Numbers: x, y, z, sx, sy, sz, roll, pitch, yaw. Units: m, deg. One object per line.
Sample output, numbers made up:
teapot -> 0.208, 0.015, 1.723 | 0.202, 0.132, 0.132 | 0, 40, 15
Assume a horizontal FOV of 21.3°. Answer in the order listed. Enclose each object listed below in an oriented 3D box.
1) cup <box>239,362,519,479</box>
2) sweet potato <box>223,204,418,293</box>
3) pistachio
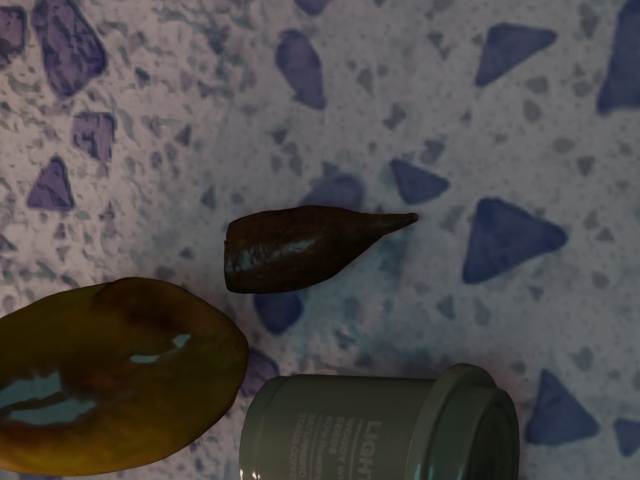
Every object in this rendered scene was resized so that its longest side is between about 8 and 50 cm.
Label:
cup -> 0.031, 0.124, 0.946 | 0.141, 0.120, 0.120 | 4, 95, 25
sweet potato -> 0.000, 0.000, 0.984 | 0.117, 0.049, 0.049 | -13, 90, 7
pistachio -> -0.128, 0.084, 1.002 | 0.189, 0.100, 0.110 | -17, 111, 9
